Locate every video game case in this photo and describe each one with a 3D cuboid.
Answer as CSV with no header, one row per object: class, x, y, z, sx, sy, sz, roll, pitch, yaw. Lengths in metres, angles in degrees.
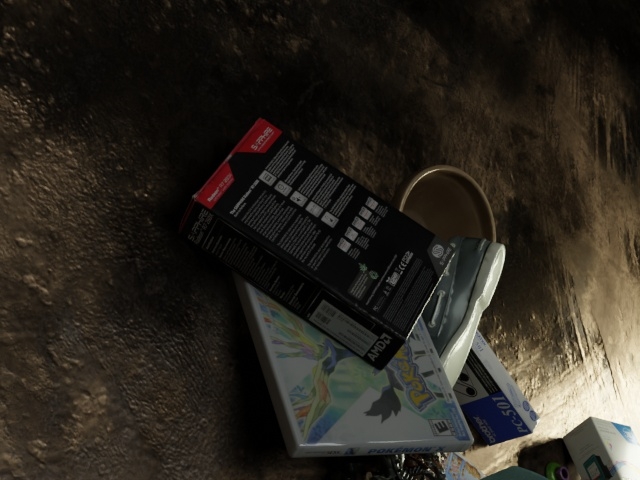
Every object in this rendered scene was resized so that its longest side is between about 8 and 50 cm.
video game case,0.045,0.168,1.765,0.300,0.036,0.329,4,48,-30

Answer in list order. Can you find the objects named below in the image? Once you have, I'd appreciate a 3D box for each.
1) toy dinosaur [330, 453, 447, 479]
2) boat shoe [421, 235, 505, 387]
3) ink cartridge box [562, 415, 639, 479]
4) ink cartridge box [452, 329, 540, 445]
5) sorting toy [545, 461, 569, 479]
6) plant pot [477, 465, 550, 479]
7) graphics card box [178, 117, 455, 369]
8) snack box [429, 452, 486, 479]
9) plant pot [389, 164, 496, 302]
toy dinosaur,0.068,0.319,1.784,0.322,0.164,0.218,10,46,-22
boat shoe,0.196,0.135,1.928,0.319,0.099,0.116,-64,158,-15
ink cartridge box,0.548,0.444,2.177,0.134,0.078,0.231,18,39,-39
ink cartridge box,0.273,0.247,2.032,0.207,0.097,0.046,54,42,-10
sorting toy,0.434,0.441,2.137,0.061,0.042,0.102,37,47,-27
plant pot,0.283,0.486,1.769,0.252,0.247,0.247,-119,-170,-46
graphics card box,0.000,0.000,1.794,0.371,0.094,0.233,33,44,1
snack box,0.234,0.393,1.972,0.178,0.022,0.064,42,46,-22
plant pot,0.181,-0.006,2.037,0.237,0.109,0.237,3,86,-38
